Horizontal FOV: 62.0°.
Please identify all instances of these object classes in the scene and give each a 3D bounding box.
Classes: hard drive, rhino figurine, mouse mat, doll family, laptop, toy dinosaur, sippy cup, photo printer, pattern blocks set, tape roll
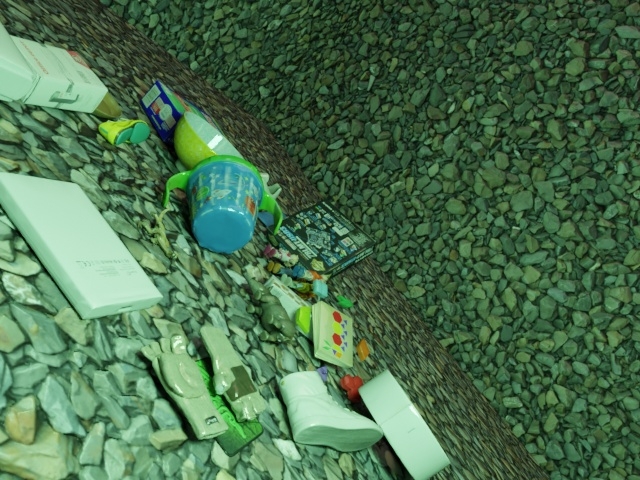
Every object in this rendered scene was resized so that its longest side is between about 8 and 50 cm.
[{"bbox_3d":[-0.447,0.007,0.991,0.307,0.040,0.203,49,12,12],"label":"hard drive"},{"bbox_3d":[-0.140,0.179,1.414,0.106,0.073,0.243,30,18,-42],"label":"rhino figurine"},{"bbox_3d":[-0.190,0.303,0.994,0.189,0.007,0.153,48,12,13],"label":"mouse mat"},{"bbox_3d":[-0.087,0.121,1.765,0.163,0.118,0.263,25,6,-46],"label":"doll family"},{"bbox_3d":[-0.010,-0.041,2.227,0.382,0.408,0.236,-21,102,-77],"label":"laptop"},{"bbox_3d":[-0.396,-0.026,1.294,0.092,0.053,0.183,56,8,-51],"label":"toy dinosaur"},{"bbox_3d":[-0.275,-0.090,1.518,0.224,0.306,0.240,-99,174,-51],"label":"sippy cup"},{"bbox_3d":[-0.799,-0.462,1.148,0.307,0.107,0.256,51,13,21],"label":"photo printer"},{"bbox_3d":[0.037,0.279,1.547,0.285,0.026,0.324,40,36,-23],"label":"pattern blocks set"},{"bbox_3d":[0.215,0.482,1.390,0.286,0.100,0.286,57,-3,4],"label":"tape roll"}]

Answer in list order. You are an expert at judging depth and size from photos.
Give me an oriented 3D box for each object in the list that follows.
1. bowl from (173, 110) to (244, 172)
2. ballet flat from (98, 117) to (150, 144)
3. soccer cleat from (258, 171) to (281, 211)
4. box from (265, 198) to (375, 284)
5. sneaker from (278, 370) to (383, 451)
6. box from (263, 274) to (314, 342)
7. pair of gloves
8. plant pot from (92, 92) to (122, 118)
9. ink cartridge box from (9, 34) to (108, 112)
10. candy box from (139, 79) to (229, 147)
[{"bbox_3d":[-0.402,-0.284,1.824,0.289,0.156,0.289,43,12,-12],"label":"bowl"},{"bbox_3d":[-0.581,-0.329,1.573,0.077,0.077,0.231,29,15,-3],"label":"ballet flat"},{"bbox_3d":[-0.290,-0.235,2.065,0.331,0.143,0.116,29,21,-47],"label":"soccer cleat"},{"bbox_3d":[0.000,0.000,1.970,0.295,0.293,0.073,43,-34,27],"label":"box"},{"bbox_3d":[0.025,0.384,1.227,0.292,0.108,0.169,33,21,-44],"label":"sneaker"},{"bbox_3d":[-0.047,0.232,1.582,0.324,0.067,0.063,41,13,-19],"label":"box"},{"bbox_3d":[-0.205,0.256,0.980,0.204,0.042,0.240,53,16,16],"label":"pair of gloves"},{"bbox_3d":[-0.708,-0.446,1.601,0.236,0.032,0.236,43,12,-12],"label":"plant pot"},{"bbox_3d":[-0.691,-0.422,1.367,0.158,0.092,0.218,49,19,11],"label":"ink cartridge box"},{"bbox_3d":[-0.500,-0.430,2.049,0.268,0.122,0.317,53,12,31],"label":"candy box"}]
